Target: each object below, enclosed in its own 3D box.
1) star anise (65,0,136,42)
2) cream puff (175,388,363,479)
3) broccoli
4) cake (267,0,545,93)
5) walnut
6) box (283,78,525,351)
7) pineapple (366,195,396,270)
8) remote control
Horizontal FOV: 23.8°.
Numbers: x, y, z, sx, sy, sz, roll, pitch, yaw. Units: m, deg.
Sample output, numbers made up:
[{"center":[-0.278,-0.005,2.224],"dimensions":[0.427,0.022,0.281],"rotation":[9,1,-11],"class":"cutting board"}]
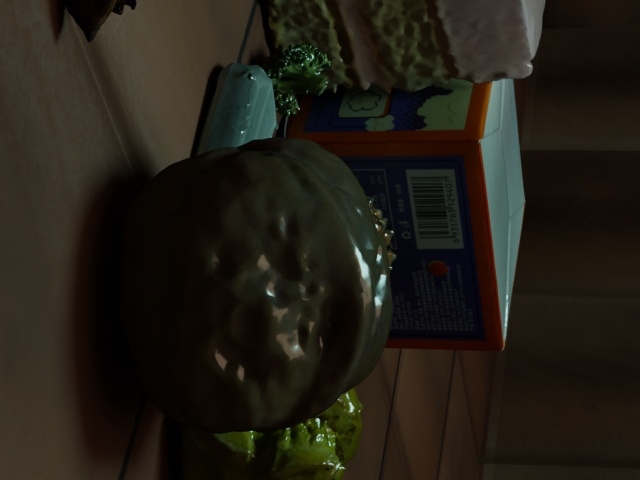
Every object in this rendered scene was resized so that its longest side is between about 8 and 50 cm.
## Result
[{"center":[-0.174,-0.240,1.196],"dimensions":[0.168,0.057,0.168],"rotation":[1,90,-77],"class":"star anise"},{"center":[-0.047,0.185,1.508],"dimensions":[0.194,0.195,0.221],"rotation":[71,21,-54],"class":"cream puff"},{"center":[-0.028,-0.179,1.715],"dimensions":[0.097,0.092,0.095],"rotation":[19,90,-64],"class":"broccoli"},{"center":[0.106,-0.358,1.806],"dimensions":[0.293,0.307,0.314],"rotation":[74,22,-46],"class":"cake"},{"center":[-0.054,0.044,1.349],"dimensions":[0.273,0.227,0.273],"rotation":[-2,90,-77],"class":"walnut"},{"center":[0.117,-0.083,1.980],"dimensions":[0.318,0.257,0.348],"rotation":[-76,160,-47],"class":"box"},{"center":[0.000,0.000,1.737],"dimensions":[0.193,0.166,0.166],"rotation":[48,44,-57],"class":"pineapple"},{"center":[-0.093,-0.074,1.554],"dimensions":[0.104,0.052,0.247],"rotation":[67,30,-55],"class":"remote control"}]
